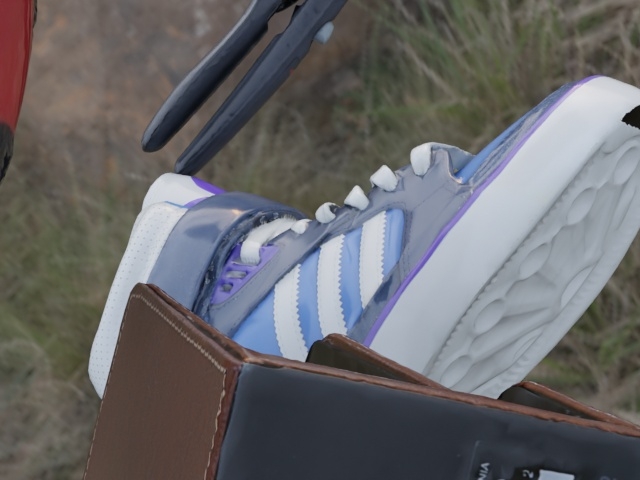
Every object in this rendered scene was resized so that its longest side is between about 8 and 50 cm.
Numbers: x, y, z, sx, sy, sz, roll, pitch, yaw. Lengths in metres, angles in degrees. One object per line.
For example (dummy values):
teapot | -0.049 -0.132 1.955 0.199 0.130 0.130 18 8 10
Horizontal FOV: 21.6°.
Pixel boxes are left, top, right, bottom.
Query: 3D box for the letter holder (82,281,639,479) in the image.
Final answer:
letter holder | -0.020 0.184 0.618 0.214 0.152 0.302 -161 84 -72

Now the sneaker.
sneaker | 0.000 0.000 0.871 0.236 0.130 0.323 44 107 30

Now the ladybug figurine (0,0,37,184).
ladybug figurine | -0.211 -0.060 0.561 0.162 0.305 0.449 -4 31 12

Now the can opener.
can opener | -0.032 -0.113 0.968 0.059 0.073 0.186 34 84 10
